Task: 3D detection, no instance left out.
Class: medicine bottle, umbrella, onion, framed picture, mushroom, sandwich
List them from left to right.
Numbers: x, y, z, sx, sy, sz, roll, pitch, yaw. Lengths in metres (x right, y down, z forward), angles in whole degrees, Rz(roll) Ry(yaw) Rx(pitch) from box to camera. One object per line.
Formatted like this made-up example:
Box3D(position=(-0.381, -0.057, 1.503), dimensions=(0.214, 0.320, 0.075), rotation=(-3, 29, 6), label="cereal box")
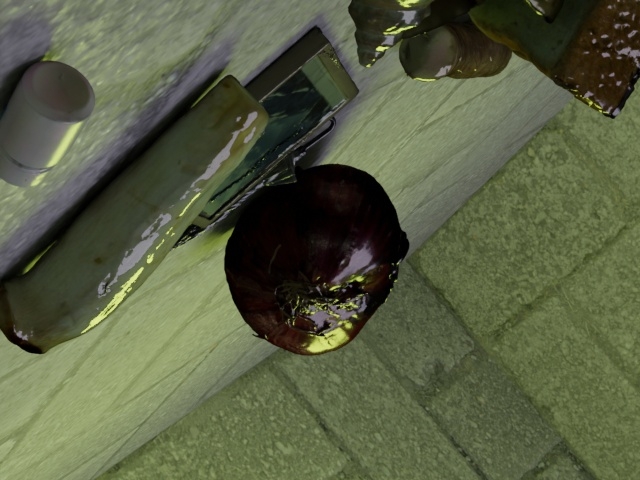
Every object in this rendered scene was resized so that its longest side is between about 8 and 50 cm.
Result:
Box3D(position=(-0.191, -0.078, 1.031), dimensions=(0.052, 0.052, 0.089), rotation=(-34, 170, -43), label="medicine bottle")
Box3D(position=(-0.171, -0.016, 1.400), dimensions=(0.333, 0.087, 0.107), rotation=(-44, 169, 12), label="mushroom")
Box3D(position=(-0.083, -0.055, 1.803), dimensions=(0.269, 0.044, 0.044), rotation=(-39, 145, 1), label="umbrella")
Box3D(position=(-0.070, -0.108, 1.608), dimensions=(0.247, 0.022, 0.335), rotation=(-40, 173, 3), label="framed picture")
Box3D(position=(-0.004, 0.012, 1.953), dimensions=(0.281, 0.221, 0.281), rotation=(-157, -90, -86), label="onion")
Box3D(position=(0.281, -0.283, 1.491), dimensions=(0.273, 0.095, 0.249), rotation=(-57, -154, 9), label="sandwich")

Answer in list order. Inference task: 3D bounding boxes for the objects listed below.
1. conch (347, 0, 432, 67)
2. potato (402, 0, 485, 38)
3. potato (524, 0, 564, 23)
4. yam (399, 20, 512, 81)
Box3D(position=(0.048, -0.240, 1.080), dimensions=(0.137, 0.234, 0.114), rotation=(-8, -166, -8), label="conch")
Box3D(position=(0.117, -0.252, 1.525), dimensions=(0.096, 0.066, 0.103), rotation=(-17, -168, 22), label="potato")
Box3D(position=(0.197, -0.290, 1.379), dimensions=(0.120, 0.149, 0.081), rotation=(-44, 178, 12), label="potato")
Box3D(position=(0.172, -0.234, 1.870), dimensions=(0.081, 0.081, 0.356), rotation=(-42, 174, 18), label="yam")
